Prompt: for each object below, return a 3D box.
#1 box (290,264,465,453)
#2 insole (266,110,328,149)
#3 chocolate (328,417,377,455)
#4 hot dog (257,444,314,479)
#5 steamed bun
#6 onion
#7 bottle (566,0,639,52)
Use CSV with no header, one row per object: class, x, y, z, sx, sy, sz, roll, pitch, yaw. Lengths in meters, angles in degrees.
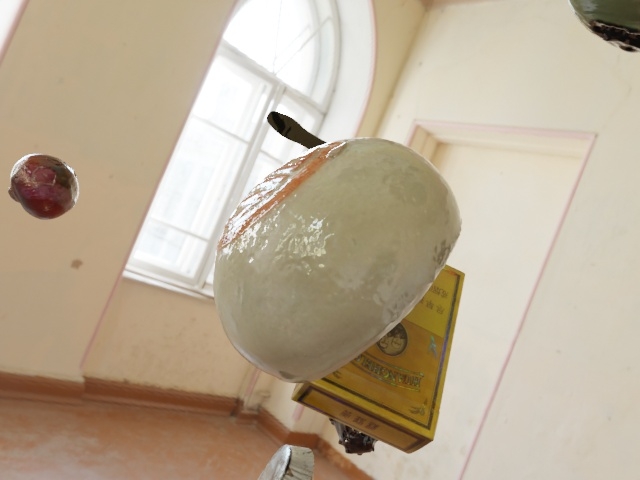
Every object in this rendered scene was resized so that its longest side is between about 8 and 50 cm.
box,0.099,0.139,0.830,0.193,0.301,0.084,25,-40,-2
insole,-0.038,-0.193,0.983,0.135,0.045,0.002,30,-23,-1
chocolate,0.071,0.355,1.076,0.156,0.133,0.156,2,-22,1
hot dog,-0.095,0.466,0.916,0.075,0.268,0.144,33,3,-8
steamed bun,0.000,0.000,0.576,0.177,0.283,0.283,48,-7,-9
onion,-0.527,-0.103,1.033,0.131,0.131,0.131,22,-3,1
bottle,0.335,-0.329,0.444,0.168,0.347,0.168,29,4,-2
